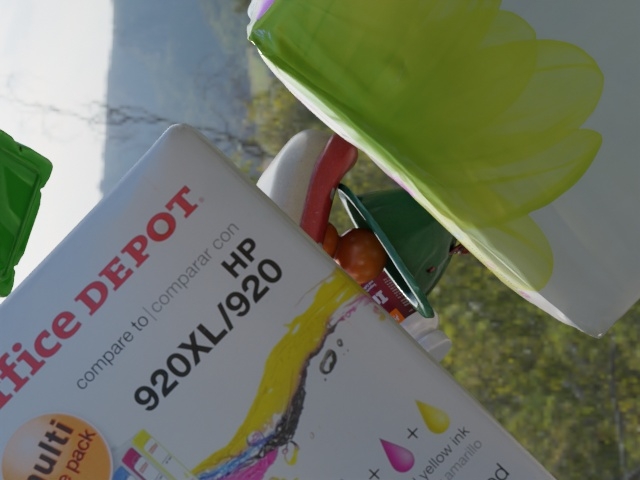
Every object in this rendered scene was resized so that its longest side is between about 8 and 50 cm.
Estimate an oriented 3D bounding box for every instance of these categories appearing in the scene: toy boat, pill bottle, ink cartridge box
[{"bbox_3d":[0.000,0.000,1.154,0.151,0.151,0.231,146,140,-68],"label":"toy boat"},{"bbox_3d":[0.097,0.095,1.396,0.152,0.086,0.086,49,150,27],"label":"pill bottle"},{"bbox_3d":[-0.036,0.086,0.513,0.171,0.233,0.168,-46,3,-1],"label":"ink cartridge box"}]

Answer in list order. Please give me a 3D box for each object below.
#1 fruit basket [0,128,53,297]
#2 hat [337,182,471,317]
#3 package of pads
[{"bbox_3d":[-0.537,-0.063,1.162,0.392,0.392,0.282,127,159,-77],"label":"fruit basket"},{"bbox_3d":[0.139,-0.034,1.155,0.173,0.184,0.208,56,177,6],"label":"hat"},{"bbox_3d":[0.128,-0.107,0.632,0.229,0.296,0.101,-48,17,12],"label":"package of pads"}]
